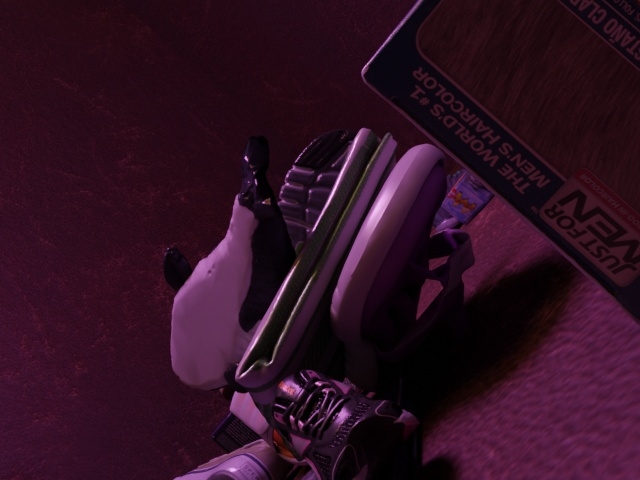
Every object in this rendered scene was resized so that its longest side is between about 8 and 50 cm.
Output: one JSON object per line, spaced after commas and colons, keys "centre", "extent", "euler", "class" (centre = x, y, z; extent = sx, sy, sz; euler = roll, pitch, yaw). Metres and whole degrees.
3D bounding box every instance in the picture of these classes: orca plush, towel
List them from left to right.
{"centre": [-0.062, 0.030, 0.702], "extent": [0.102, 0.151, 0.287], "euler": [-25, -41, -38], "class": "orca plush"}
{"centre": [0.010, 0.069, 0.732], "extent": [0.325, 0.038, 0.248], "euler": [79, -146, -67], "class": "towel"}

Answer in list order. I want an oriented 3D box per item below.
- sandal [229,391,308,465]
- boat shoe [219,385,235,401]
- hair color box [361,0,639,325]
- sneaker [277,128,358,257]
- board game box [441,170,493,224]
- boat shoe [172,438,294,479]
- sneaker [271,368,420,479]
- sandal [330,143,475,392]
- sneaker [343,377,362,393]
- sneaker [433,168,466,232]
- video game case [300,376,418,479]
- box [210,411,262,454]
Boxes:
{"centre": [-0.077, 0.174, 0.940], "extent": [0.265, 0.076, 0.102], "euler": [34, 93, 48], "class": "sandal"}
{"centre": [-0.067, 0.178, 1.355], "extent": [0.342, 0.123, 0.123], "euler": [-17, -34, -48], "class": "boat shoe"}
{"centre": [0.138, -0.077, 0.495], "extent": [0.105, 0.174, 0.347], "euler": [-49, -1, 12], "class": "hair color box"}
{"centre": [0.000, 0.000, 0.834], "extent": [0.132, 0.086, 0.229], "euler": [38, -107, -73], "class": "sneaker"}
{"centre": [0.288, -0.124, 1.276], "extent": [0.194, 0.060, 0.194], "euler": [-51, -2, -16], "class": "board game box"}
{"centre": [-0.123, 0.340, 1.033], "extent": [0.094, 0.109, 0.302], "euler": [-28, -7, -40], "class": "boat shoe"}
{"centre": [0.001, 0.122, 0.510], "extent": [0.072, 0.077, 0.178], "euler": [-48, -1, -19], "class": "sneaker"}
{"centre": [0.090, 0.045, 0.695], "extent": [0.416, 0.102, 0.169], "euler": [80, -145, -70], "class": "sandal"}
{"centre": [0.047, 0.159, 0.949], "extent": [0.070, 0.051, 0.134], "euler": [-25, -29, -45], "class": "sneaker"}
{"centre": [0.255, -0.108, 1.427], "extent": [0.224, 0.098, 0.083], "euler": [-49, -2, -36], "class": "sneaker"}
{"centre": [-0.006, 0.207, 0.531], "extent": [0.196, 0.026, 0.274], "euler": [-48, 0, 9], "class": "video game case"}
{"centre": [-0.041, 0.224, 1.109], "extent": [0.207, 0.108, 0.153], "euler": [-52, -4, 38], "class": "box"}
